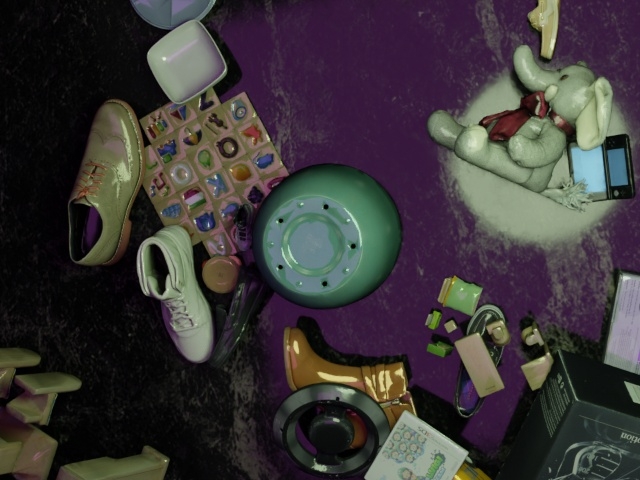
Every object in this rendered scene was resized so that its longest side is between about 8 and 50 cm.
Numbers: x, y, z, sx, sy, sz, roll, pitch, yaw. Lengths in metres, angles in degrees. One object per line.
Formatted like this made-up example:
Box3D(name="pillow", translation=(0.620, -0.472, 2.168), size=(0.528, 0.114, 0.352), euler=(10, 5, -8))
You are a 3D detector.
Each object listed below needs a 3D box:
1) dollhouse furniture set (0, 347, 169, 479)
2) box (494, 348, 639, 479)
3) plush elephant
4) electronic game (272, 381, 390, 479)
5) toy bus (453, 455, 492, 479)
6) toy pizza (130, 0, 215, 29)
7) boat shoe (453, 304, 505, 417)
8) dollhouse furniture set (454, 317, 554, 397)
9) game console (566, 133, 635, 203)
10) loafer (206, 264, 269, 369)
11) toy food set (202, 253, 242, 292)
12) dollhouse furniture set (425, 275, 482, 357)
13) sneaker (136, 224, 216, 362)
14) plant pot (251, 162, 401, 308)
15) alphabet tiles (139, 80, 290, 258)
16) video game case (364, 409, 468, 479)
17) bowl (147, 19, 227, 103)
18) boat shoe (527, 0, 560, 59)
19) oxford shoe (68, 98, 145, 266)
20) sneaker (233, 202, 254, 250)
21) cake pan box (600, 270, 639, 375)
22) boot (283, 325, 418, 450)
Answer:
Box3D(name="dollhouse furniture set", translation=(-0.560, 0.461, 1.970), size=(0.394, 0.256, 0.362), euler=(23, 97, 29))
Box3D(name="box", translation=(0.534, 0.412, 1.685), size=(0.343, 0.179, 0.312), euler=(17, 113, -4))
Box3D(name="plush elephant", translation=(0.396, -0.225, 1.694), size=(0.330, 0.272, 0.255), euler=(25, 100, -7))
Box3D(name="electronic game", translation=(0.021, 0.371, 1.823), size=(0.229, 0.048, 0.229), euler=(2, 117, 4))
Box3D(name="toy bus", translation=(0.291, 0.509, 1.815), size=(0.333, 0.130, 0.108), euler=(41, 100, 16))
Box3D(name="toy pizza", translation=(-0.297, -0.529, 1.912), size=(0.201, 0.032, 0.201), euler=(1, 94, 11))
Box3D(name="boat shoe", translation=(0.306, 0.239, 1.833), size=(0.080, 0.076, 0.228), euler=(19, 97, 8))
Box3D(name="dollhouse furniture set", translation=(0.357, 0.219, 1.799), size=(0.151, 0.123, 0.144), euler=(-25, 89, 12))
Box3D(name="game console", translation=(0.528, -0.134, 1.773), size=(0.071, 0.107, 0.122), euler=(-9, 93, -18))
Box3D(name="loafer", translation=(-0.181, 0.156, 1.913), size=(0.078, 0.076, 0.223), euler=(27, 93, -6))
Box3D(name="toy food set", translation=(-0.204, 0.068, 1.936), size=(0.083, 0.020, 0.083), euler=(5, 106, 2))
Box3D(name="dollhouse furniture set", translation=(0.252, 0.148, 1.837), size=(0.076, 0.058, 0.151), euler=(21, 97, 24))
Box3D(name="sneaker", translation=(-0.297, 0.124, 1.884), size=(0.108, 0.169, 0.292), euler=(-14, 96, 12))
Box3D(name="plant pot", translation=(0.000, 0.000, 1.786), size=(0.293, 0.235, 0.293), euler=(1, 95, 8))
Box3D(name="alphabet tiles", translation=(-0.223, -0.138, 1.937), size=(0.285, 0.011, 0.342), euler=(-28, 88, 10))
Box3D(name="video game case", translation=(0.179, 0.425, 1.777), size=(0.143, 0.019, 0.157), euler=(32, 99, 18))
Box3D(name="bowl", translation=(-0.264, -0.356, 1.902), size=(0.142, 0.053, 0.142), euler=(-32, 82, 10))
Box3D(name="boat shoe", translation=(0.421, -0.426, 1.778), size=(0.059, 0.063, 0.170), euler=(4, 85, 13))
Box3D(name="oxford shoe", translation=(-0.440, -0.114, 1.909), size=(0.123, 0.130, 0.348), euler=(7, 97, 16))
Box3D(name="sneaker", translation=(-0.160, -0.026, 1.891), size=(0.038, 0.069, 0.098), euler=(2, 94, 10))
Box3D(name="cake pan box", translation=(0.662, 0.208, 1.772), size=(0.246, 0.070, 0.267), euler=(9, 95, 12))
Box3D(name="boot", translation=(0.057, 0.275, 1.862), size=(0.220, 0.109, 0.283), euler=(-19, 93, 13))
